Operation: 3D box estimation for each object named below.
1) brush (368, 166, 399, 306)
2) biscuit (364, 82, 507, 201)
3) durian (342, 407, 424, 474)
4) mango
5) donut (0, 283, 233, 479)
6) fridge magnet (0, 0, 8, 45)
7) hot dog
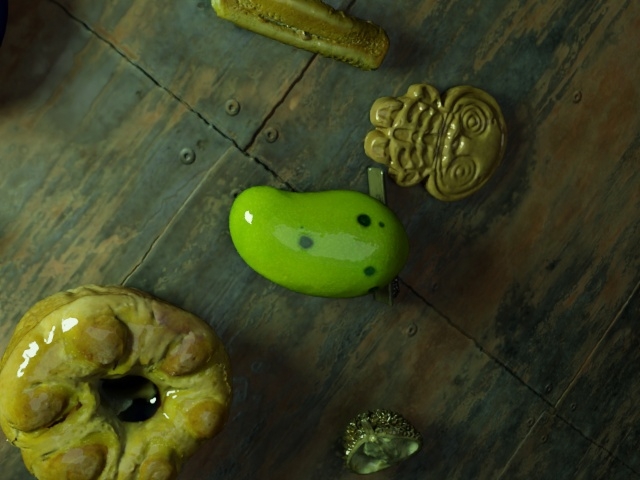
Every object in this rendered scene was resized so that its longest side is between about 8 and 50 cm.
[{"bbox_3d":[0.108,-0.007,1.189,0.036,0.043,0.248,-24,117,-39],"label":"brush"},{"bbox_3d":[0.205,-0.171,1.188,0.289,0.044,0.202,9,102,-34],"label":"biscuit"},{"bbox_3d":[0.101,0.350,1.271,0.148,0.091,0.188,-25,142,7],"label":"durian"},{"bbox_3d":[0.000,0.000,1.074,0.293,0.143,0.175,12,101,-22],"label":"mango"},{"bbox_3d":[-0.278,0.202,0.974,0.299,0.150,0.317,-32,119,-17],"label":"donut"},{"bbox_3d":[-0.471,-0.262,0.729,0.265,0.113,0.265,-10,111,-27],"label":"fridge magnet"},{"bbox_3d":[-0.022,-0.313,0.996,0.289,0.068,0.083,10,124,-36],"label":"hot dog"}]
